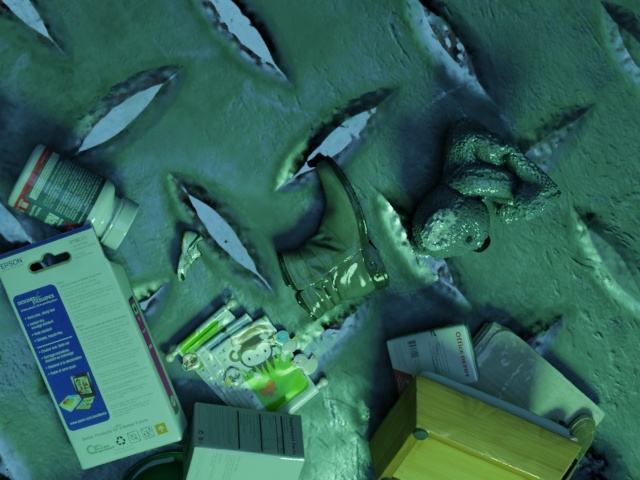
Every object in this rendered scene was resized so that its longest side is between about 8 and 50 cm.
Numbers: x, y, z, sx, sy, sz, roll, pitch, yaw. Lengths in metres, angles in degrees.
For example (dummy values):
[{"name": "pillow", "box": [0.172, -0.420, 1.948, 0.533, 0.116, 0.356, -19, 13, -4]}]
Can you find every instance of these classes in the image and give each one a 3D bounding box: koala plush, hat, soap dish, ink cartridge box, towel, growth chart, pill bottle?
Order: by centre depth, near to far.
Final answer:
[{"name": "pill bottle", "box": [-0.376, -0.062, 1.753, 0.180, 0.108, 0.108, 28, 91, -13]}, {"name": "ink cartridge box", "box": [-0.356, 0.164, 1.781, 0.175, 0.069, 0.371, -18, 104, 11]}, {"name": "hat", "box": [-0.218, 0.443, 1.808, 0.208, 0.183, 0.173, -14, 101, -10]}, {"name": "koala plush", "box": [0.231, -0.060, 1.845, 0.203, 0.196, 0.221, 44, 88, -2]}, {"name": "soap dish", "box": [0.241, 0.351, 1.853, 0.290, 0.118, 0.229, 23, 137, -3]}, {"name": "growth chart", "box": [-0.115, 0.207, 1.884, 0.237, 0.021, 0.172, 44, 88, -15]}, {"name": "ink cartridge box", "box": [0.189, 0.196, 1.895, 0.135, 0.056, 0.099, -13, 89, 13]}, {"name": "towel", "box": [0.337, 0.283, 1.972, 0.282, 0.049, 0.187, 41, 89, -14]}]

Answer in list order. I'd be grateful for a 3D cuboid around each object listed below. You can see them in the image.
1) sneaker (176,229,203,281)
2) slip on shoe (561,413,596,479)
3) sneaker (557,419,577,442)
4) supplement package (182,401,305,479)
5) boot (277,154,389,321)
[{"name": "sneaker", "box": [-0.210, 0.027, 1.836, 0.036, 0.032, 0.083, 11, 95, -12]}, {"name": "slip on shoe", "box": [0.431, 0.361, 1.956, 0.051, 0.041, 0.135, 37, 90, -15]}, {"name": "sneaker", "box": [0.374, 0.344, 1.945, 0.119, 0.047, 0.057, -24, 57, 8]}, {"name": "supplement package", "box": [-0.125, 0.341, 1.839, 0.179, 0.105, 0.105, 10, 123, -13]}, {"name": "boot", "box": [0.000, 0.000, 1.854, 0.161, 0.083, 0.247, -22, 99, -2]}]
